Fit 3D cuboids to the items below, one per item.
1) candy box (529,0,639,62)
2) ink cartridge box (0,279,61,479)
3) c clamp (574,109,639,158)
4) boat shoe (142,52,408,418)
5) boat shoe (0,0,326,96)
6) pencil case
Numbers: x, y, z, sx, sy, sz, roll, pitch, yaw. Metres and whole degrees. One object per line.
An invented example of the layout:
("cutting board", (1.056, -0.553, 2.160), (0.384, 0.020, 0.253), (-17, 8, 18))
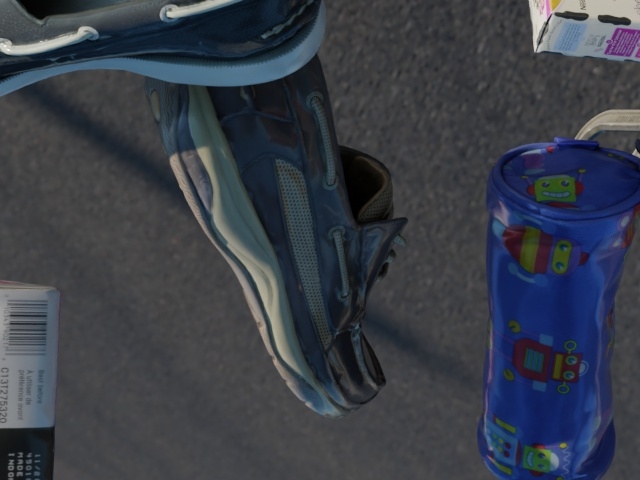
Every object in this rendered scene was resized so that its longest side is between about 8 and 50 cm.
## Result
("candy box", (0.357, -0.283, 1.552), (0.233, 0.159, 0.071), (4, 147, -7))
("ink cartridge box", (-0.270, 0.117, 1.050), (0.069, 0.176, 0.371), (2, 179, -25))
("c clamp", (0.285, -0.078, 1.362), (0.022, 0.137, 0.160), (36, 176, -22))
("boat shoe", (0.000, 0.000, 0.948), (0.130, 0.132, 0.355), (-25, 139, 1))
("boat shoe", (-0.149, -0.142, 0.744), (0.302, 0.114, 0.091), (-6, 152, 4))
("pencil case", (0.188, 0.057, 1.084), (0.119, 0.133, 0.306), (10, 128, 15))
